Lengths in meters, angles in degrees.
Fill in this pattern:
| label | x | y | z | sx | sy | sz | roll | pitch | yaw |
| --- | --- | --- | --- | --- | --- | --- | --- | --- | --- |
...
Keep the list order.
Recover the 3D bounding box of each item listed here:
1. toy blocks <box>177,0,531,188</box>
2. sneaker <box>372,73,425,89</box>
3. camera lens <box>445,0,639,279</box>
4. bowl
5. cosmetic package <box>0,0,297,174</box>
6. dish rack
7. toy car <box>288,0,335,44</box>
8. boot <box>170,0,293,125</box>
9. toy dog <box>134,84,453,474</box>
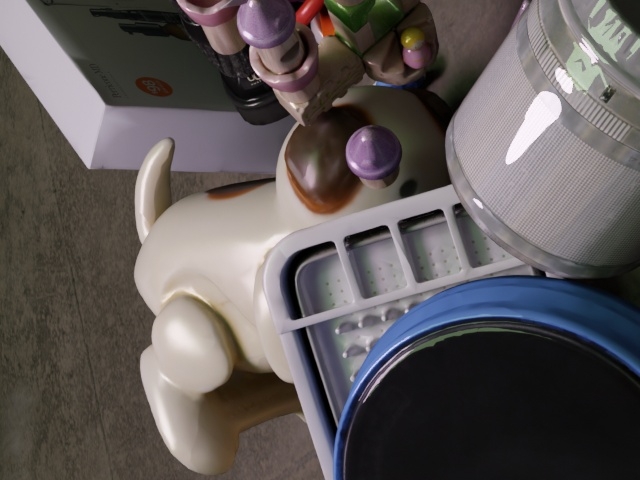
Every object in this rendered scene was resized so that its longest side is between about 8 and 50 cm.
| label | x | y | z | sx | sy | sz | roll | pitch | yaw |
| --- | --- | --- | --- | --- | --- | --- | --- | --- | --- |
| toy blocks | 0.052 | -0.240 | 1.753 | 0.309 | 0.288 | 0.260 | 46 | 172 | 20 |
| sneaker | 0.076 | -0.138 | 2.086 | 0.152 | 0.058 | 0.085 | 147 | 122 | -60 |
| camera lens | 0.252 | -0.117 | 1.640 | 0.274 | 0.219 | 0.219 | -57 | 45 | 43 |
| bowl | 0.189 | 0.226 | 1.697 | 0.391 | 0.077 | 0.391 | 8 | 110 | 24 |
| cosmetic package | -0.221 | -0.215 | 2.362 | 0.377 | 0.284 | 0.097 | 49 | 132 | 46 |
| dish rack | 0.119 | 0.120 | 1.821 | 0.285 | 0.072 | 0.333 | -17 | 93 | 14 |
| toy car | 0.004 | -0.292 | 2.104 | 0.182 | 0.136 | 0.159 | 58 | 142 | 12 |
| boot | -0.131 | -0.320 | 2.208 | 0.131 | 0.260 | 0.348 | -33 | 40 | 3 |
| toy dog | 0.000 | 0.000 | 2.032 | 0.408 | 0.284 | 0.395 | -42 | 64 | 38 |
